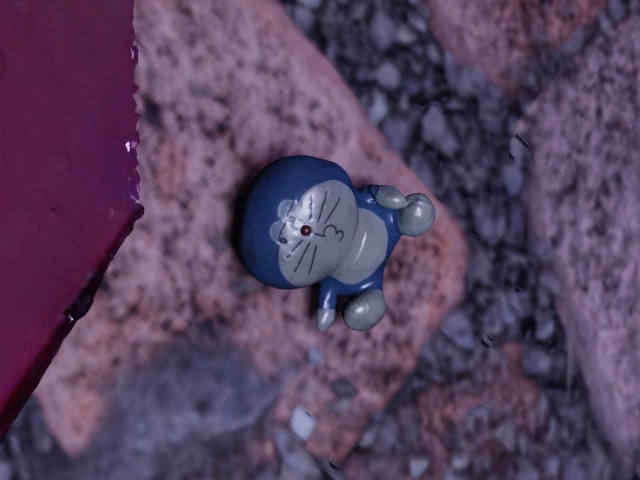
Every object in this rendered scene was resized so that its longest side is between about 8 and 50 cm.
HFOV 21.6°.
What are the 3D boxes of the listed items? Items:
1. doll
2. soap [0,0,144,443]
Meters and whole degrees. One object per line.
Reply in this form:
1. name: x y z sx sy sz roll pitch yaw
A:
1. doll: 0.000 0.000 0.766 0.083 0.050 0.076 22 92 -31
2. soap: -0.176 -0.028 0.563 0.220 0.127 0.325 53 40 -28
